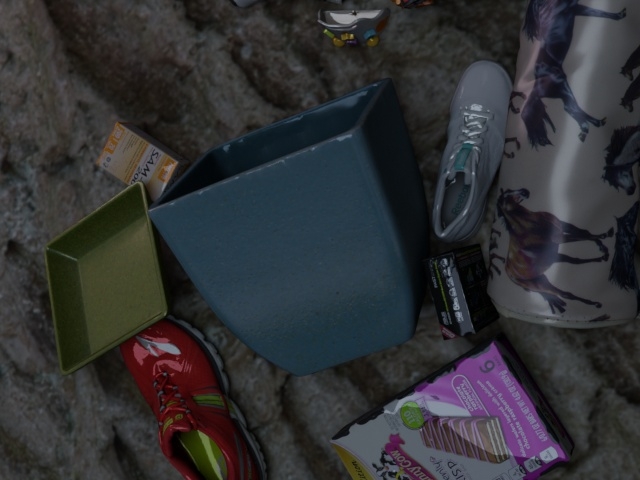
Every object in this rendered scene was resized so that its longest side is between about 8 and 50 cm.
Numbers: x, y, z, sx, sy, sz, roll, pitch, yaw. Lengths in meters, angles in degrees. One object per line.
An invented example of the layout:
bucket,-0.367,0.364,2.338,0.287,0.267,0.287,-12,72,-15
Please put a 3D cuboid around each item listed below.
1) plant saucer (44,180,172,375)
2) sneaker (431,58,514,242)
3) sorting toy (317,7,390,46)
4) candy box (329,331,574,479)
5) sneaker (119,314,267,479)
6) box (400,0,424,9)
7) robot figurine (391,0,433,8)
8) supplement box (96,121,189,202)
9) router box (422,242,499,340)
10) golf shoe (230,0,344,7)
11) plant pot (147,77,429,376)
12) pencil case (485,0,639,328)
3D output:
plant saucer,-0.254,0.050,1.456,0.188,0.045,0.188,-31,59,28
sneaker,0.169,-0.098,1.327,0.080,0.094,0.212,13,97,18
sorting toy,0.031,-0.250,1.369,0.083,0.075,0.045,2,94,18
candy box,0.150,0.234,1.366,0.233,0.071,0.159,-34,84,17
sneaker,-0.161,0.205,1.434,0.107,0.118,0.279,-38,79,16
box,0.106,-0.333,1.278,0.094,0.027,0.137,-26,85,24
robot figurine,0.141,-0.414,1.320,0.211,0.085,0.291,-3,93,17
supplement box,-0.222,-0.097,1.478,0.098,0.036,0.062,32,103,13
router box,0.158,0.056,1.325,0.038,0.122,0.092,-15,89,22
golf shoe,-0.018,-0.306,1.382,0.198,0.077,0.094,-24,98,27
plant pot,0.000,0.000,1.316,0.247,0.247,0.252,-20,104,18
pencil case,0.284,-0.114,1.257,0.159,0.183,0.411,13,98,49
